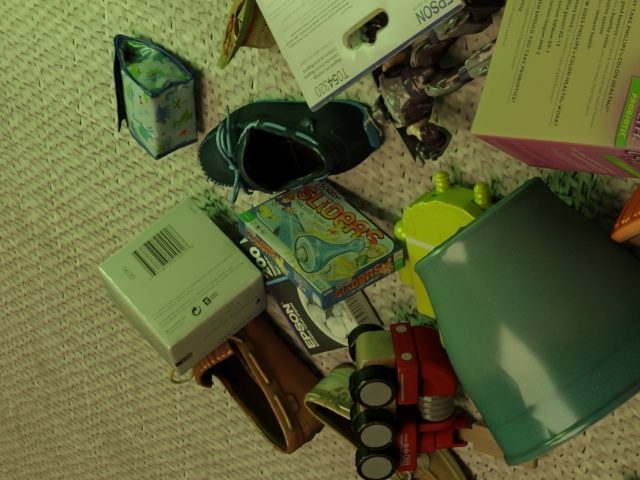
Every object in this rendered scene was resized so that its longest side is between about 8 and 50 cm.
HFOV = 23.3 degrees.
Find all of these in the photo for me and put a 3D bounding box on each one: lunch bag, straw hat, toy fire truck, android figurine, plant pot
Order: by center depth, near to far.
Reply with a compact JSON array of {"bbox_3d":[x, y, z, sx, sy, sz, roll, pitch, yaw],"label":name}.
[{"bbox_3d":[0.250,0.078,1.794,0.255,0.272,0.272,53,144,2],"label":"plant pot"},{"bbox_3d":[0.193,0.036,2.002,0.248,0.056,0.272,17,131,39],"label":"android figurine"},{"bbox_3d":[-0.084,-0.282,2.035,0.061,0.144,0.144,15,144,-13],"label":"straw hat"},{"bbox_3d":[0.167,0.231,2.146,0.158,0.246,0.217,-98,4,-53],"label":"toy fire truck"},{"bbox_3d":[-0.254,-0.214,2.264,0.151,0.096,0.128,45,148,35],"label":"lunch bag"}]

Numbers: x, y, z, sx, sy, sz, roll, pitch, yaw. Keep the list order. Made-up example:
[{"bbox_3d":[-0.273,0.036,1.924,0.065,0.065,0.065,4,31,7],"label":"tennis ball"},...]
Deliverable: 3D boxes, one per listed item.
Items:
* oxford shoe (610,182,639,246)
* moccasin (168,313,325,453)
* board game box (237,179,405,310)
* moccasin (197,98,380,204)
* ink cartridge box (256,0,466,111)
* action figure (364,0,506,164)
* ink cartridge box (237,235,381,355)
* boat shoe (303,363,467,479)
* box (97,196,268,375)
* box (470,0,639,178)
[{"bbox_3d":[0.437,-0.043,1.617,0.133,0.130,0.364,40,154,-10],"label":"oxford shoe"},{"bbox_3d":[-0.151,0.177,2.418,0.380,0.147,0.139,48,144,7],"label":"moccasin"},{"bbox_3d":[0.000,0.000,2.076,0.201,0.136,0.035,41,149,40],"label":"board game box"},{"bbox_3d":[-0.072,-0.128,2.106,0.342,0.117,0.137,-13,109,51],"label":"moccasin"},{"bbox_3d":[0.021,-0.360,1.818,0.324,0.071,0.330,-29,88,53],"label":"ink cartridge box"},{"bbox_3d":[0.127,-0.199,1.841,0.185,0.099,0.285,58,142,3],"label":"action figure"},{"bbox_3d":[-0.030,0.069,2.285,0.208,0.045,0.206,-20,104,54],"label":"ink cartridge box"},{"bbox_3d":[0.098,0.308,2.301,0.285,0.089,0.104,40,142,17],"label":"boat shoe"},{"bbox_3d":[-0.204,0.069,2.325,0.182,0.181,0.119,45,165,20],"label":"box"},{"bbox_3d":[0.302,-0.180,1.559,0.243,0.117,0.213,9,80,44],"label":"box"}]
